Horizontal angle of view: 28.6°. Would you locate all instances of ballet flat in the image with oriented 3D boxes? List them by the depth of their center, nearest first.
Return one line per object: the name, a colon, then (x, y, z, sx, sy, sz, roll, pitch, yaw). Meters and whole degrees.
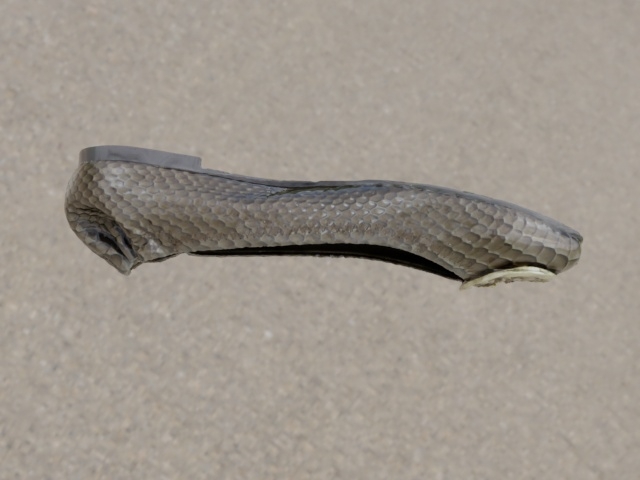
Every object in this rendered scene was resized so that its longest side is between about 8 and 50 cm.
ballet flat: (0.000, 0.000, 0.605, 0.250, 0.084, 0.058, 8, 77, -1)
